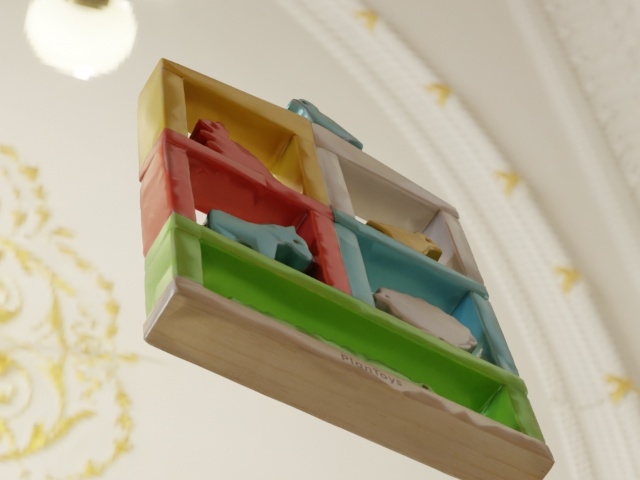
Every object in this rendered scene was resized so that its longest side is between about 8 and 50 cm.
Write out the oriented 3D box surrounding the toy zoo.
[{"bbox_3d":[0.000,0.000,0.822,0.192,0.030,0.293,26,-158,-20],"label":"toy zoo"}]
